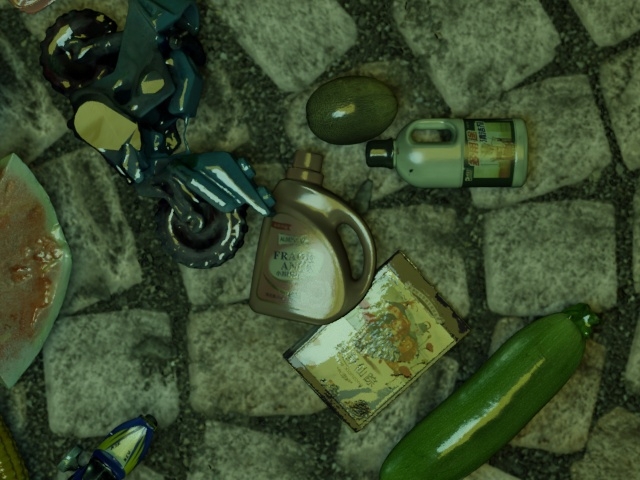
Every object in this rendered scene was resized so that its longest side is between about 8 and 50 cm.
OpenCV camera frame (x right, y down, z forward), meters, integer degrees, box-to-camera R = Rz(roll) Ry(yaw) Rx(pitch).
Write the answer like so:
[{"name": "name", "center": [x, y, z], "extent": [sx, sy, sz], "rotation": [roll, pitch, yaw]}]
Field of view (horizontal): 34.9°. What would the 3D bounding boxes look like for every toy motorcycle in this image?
[{"name": "toy motorcycle", "center": [-0.336, 0.360, 1.405], "extent": [0.113, 0.169, 0.315], "rotation": [42, 92, 0]}, {"name": "toy motorcycle", "center": [-0.204, -0.171, 1.387], "extent": [0.232, 0.172, 0.416], "rotation": [-35, 83, 7]}]

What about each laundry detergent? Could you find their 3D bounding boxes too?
[{"name": "laundry detergent", "center": [0.176, -0.124, 1.439], "extent": [0.226, 0.070, 0.099], "rotation": [0, 100, 1]}, {"name": "laundry detergent", "center": [0.000, 0.000, 1.435], "extent": [0.171, 0.076, 0.237], "rotation": [12, 89, 10]}]

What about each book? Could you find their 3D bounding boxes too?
[{"name": "book", "center": [0.081, 0.147, 1.469], "extent": [0.231, 0.026, 0.157], "rotation": [-42, 91, 2]}]

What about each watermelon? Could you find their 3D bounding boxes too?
[{"name": "watermelon", "center": [-0.459, 0.026, 1.401], "extent": [0.256, 0.176, 0.260], "rotation": [33, 75, -2]}]

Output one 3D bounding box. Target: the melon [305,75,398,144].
[{"name": "melon", "center": [0.043, -0.182, 1.423], "extent": [0.131, 0.098, 0.098], "rotation": [-8, 92, -8]}]

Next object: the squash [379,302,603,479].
[{"name": "squash", "center": [0.241, 0.232, 1.432], "extent": [0.395, 0.107, 0.107], "rotation": [-42, 91, 1]}]

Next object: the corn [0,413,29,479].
[{"name": "corn", "center": [-0.517, 0.239, 1.425], "extent": [0.120, 0.120, 0.363], "rotation": [-24, 95, 1]}]

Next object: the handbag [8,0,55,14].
[{"name": "handbag", "center": [-0.379, -0.436, 1.436], "extent": [0.212, 0.059, 0.157], "rotation": [-34, 92, 2]}]
